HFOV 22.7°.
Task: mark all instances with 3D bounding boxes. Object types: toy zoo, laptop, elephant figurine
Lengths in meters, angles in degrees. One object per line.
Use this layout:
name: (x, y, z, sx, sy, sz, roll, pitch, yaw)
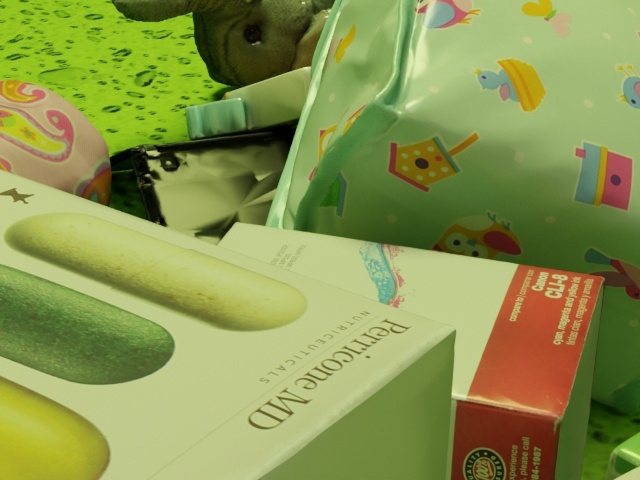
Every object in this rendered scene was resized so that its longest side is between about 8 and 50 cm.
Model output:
toy zoo: (0.055, -0.094, 1.027, 0.293, 0.030, 0.192, -7, 1, -18)
laptop: (0.000, 0.000, 0.978, 0.234, 0.137, 0.264, -8, 54, -17)
elephant figurine: (-0.023, -0.159, 1.151, 0.239, 0.186, 0.169, -41, 6, -19)

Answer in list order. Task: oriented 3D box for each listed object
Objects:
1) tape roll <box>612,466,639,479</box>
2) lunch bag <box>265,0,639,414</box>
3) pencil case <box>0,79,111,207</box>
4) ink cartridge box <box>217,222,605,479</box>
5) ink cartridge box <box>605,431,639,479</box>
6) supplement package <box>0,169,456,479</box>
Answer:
tape roll: (0.140, 0.185, 0.374, 0.246, 0.246, 0.169, -5, 27, -11)
lunch bag: (0.108, -0.073, 0.851, 0.223, 0.160, 0.262, 23, 44, -12)
pencil case: (-0.218, 0.014, 0.827, 0.124, 0.124, 0.284, 11, 30, 18)
ink cartridge box: (0.022, 0.083, 0.691, 0.176, 0.128, 0.127, 9, 28, 14)
ink cartridge box: (0.271, 0.117, 0.649, 0.201, 0.117, 0.278, 25, 35, 38)
supplement package: (-0.119, 0.111, 0.553, 0.262, 0.198, 0.199, 19, 31, 30)
